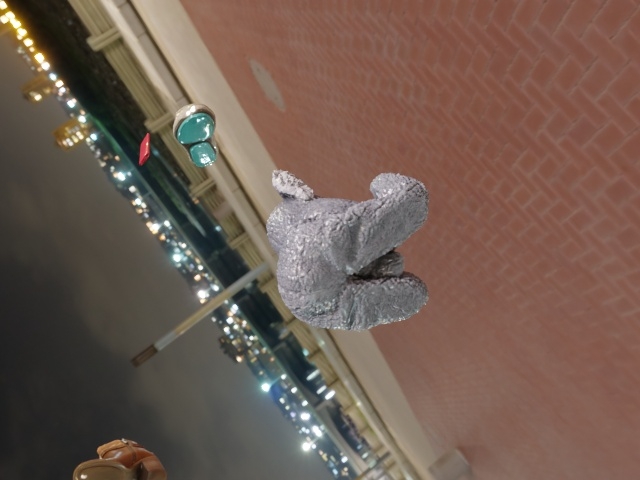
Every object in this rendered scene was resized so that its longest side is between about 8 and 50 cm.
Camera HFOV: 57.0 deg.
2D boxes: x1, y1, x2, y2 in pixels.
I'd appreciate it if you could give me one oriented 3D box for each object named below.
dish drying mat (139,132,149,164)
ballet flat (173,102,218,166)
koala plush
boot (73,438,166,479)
[{"bbox_3d":[-0.339,-0.176,1.139,0.008,0.032,0.083,26,-155,-29],"label":"dish drying mat"},{"bbox_3d":[-0.168,-0.149,0.780,0.168,0.057,0.052,118,134,-73],"label":"ballet flat"},{"bbox_3d":[0.000,0.000,0.775,0.221,0.203,0.196,34,134,52],"label":"koala plush"},{"bbox_3d":[-0.429,0.455,1.204,0.197,0.073,0.152,25,174,-41],"label":"boot"}]
